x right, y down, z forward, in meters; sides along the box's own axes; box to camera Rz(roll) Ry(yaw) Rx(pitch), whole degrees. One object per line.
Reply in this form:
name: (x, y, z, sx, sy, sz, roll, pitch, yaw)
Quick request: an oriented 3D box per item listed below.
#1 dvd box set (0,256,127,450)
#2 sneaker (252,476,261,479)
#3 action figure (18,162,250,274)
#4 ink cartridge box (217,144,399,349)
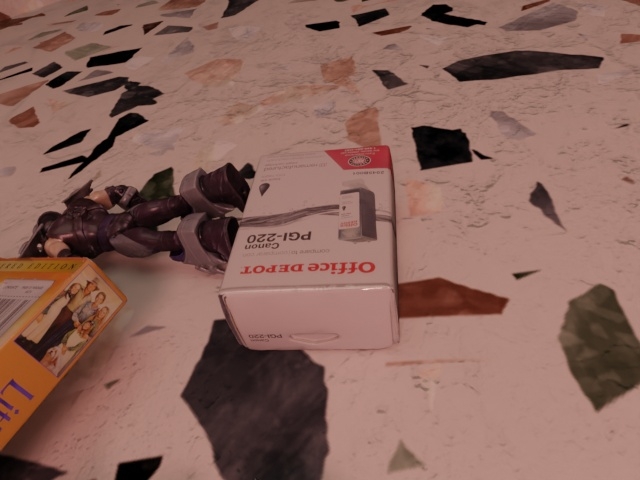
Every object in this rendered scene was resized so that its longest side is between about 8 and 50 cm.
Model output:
dvd box set: (-0.388, 0.179, 0.374, 0.308, 0.062, 0.420, -3, 41, 33)
sneaker: (0.017, 0.228, 0.281, 0.210, 0.069, 0.082, 17, 53, 30)
action figure: (-0.225, -0.009, 0.570, 0.285, 0.099, 0.185, -4, 50, 14)
ink cartridge box: (0.000, 0.000, 0.507, 0.159, 0.092, 0.217, -3, 45, 10)
